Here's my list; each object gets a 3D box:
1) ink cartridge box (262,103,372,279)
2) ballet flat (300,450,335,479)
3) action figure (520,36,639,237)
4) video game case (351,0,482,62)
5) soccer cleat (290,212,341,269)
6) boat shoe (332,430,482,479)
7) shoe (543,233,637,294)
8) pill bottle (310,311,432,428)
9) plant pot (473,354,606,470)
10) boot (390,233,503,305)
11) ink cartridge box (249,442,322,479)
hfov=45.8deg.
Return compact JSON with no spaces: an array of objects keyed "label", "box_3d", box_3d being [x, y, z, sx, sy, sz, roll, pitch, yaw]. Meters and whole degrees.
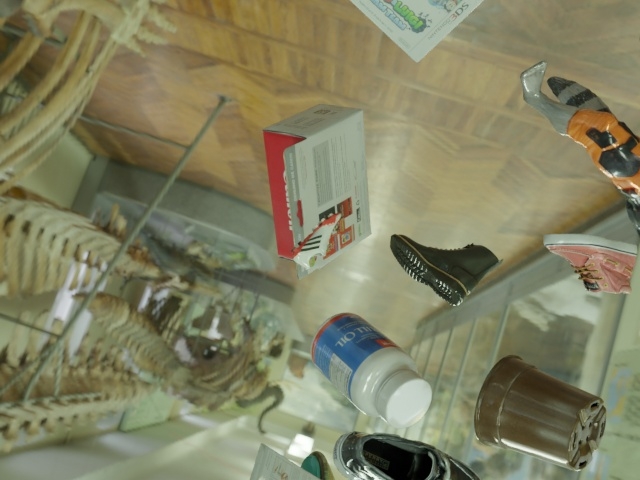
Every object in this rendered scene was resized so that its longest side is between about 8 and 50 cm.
[{"label":"ink cartridge box","box_3d":[-0.022,-0.111,1.661,0.130,0.309,0.272,15,-148,36]},{"label":"ballet flat","box_3d":[-0.007,0.607,1.558,0.123,0.348,0.123,11,177,1]},{"label":"action figure","box_3d":[0.396,-0.077,0.799,0.341,0.330,0.178,-25,175,-28]},{"label":"video game case","box_3d":[0.124,-0.334,0.994,0.157,0.019,0.143,38,119,-21]},{"label":"soccer cleat","box_3d":[0.000,0.000,0.944,0.035,0.083,0.029,46,167,-1]},{"label":"boat shoe","box_3d":[0.171,0.390,1.280,0.301,0.108,0.102,27,151,-19]},{"label":"shoe","box_3d":[0.408,0.037,1.143,0.178,0.081,0.063,8,175,-29]},{"label":"pill bottle","box_3d":[0.086,0.219,1.280,0.124,0.124,0.221,27,-176,-38]},{"label":"plant pot","box_3d":[0.372,0.294,1.265,0.165,0.167,0.167,15,170,44]},{"label":"boot","box_3d":[0.248,0.030,1.508,0.198,0.137,0.077,43,155,27]},{"label":"ink cartridge box","box_3d":[-0.064,0.504,1.373,0.232,0.189,0.066,37,138,-24]}]
